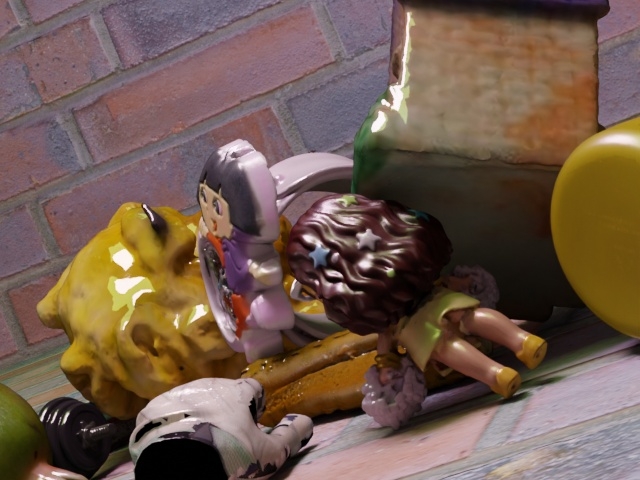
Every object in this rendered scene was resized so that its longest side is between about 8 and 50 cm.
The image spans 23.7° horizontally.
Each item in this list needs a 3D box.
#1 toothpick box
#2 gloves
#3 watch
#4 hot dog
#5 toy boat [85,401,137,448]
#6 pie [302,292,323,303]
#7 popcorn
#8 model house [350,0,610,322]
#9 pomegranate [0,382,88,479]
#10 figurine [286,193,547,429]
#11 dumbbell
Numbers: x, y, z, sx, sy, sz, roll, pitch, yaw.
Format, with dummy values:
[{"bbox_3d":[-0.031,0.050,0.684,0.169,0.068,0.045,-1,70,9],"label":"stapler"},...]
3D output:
[{"bbox_3d":[0.336,-0.038,1.251,0.271,0.175,0.175,-22,3,-35],"label":"toothpick box"},{"bbox_3d":[-0.089,0.167,1.330,0.128,0.111,0.212,-26,10,15],"label":"gloves"},{"bbox_3d":[0.000,0.000,1.572,0.231,0.244,0.196,-12,17,-16],"label":"watch"},{"bbox_3d":[0.041,0.121,1.454,0.289,0.083,0.068,-19,-14,38],"label":"hot dog"},{"bbox_3d":[-0.245,0.217,1.837,0.229,0.080,0.046,-24,39,-26],"label":"toy boat"},{"bbox_3d":[0.080,0.059,2.163,0.273,0.069,0.273,-18,3,1],"label":"pie"},{"bbox_3d":[-0.164,0.064,1.758,0.316,0.281,0.297,-26,49,-14],"label":"popcorn"},{"bbox_3d":[0.157,-0.111,1.461,0.245,0.280,0.312,3,-31,4],"label":"model house"},{"bbox_3d":[-0.319,0.225,1.468,0.210,0.179,0.180,10,15,18],"label":"pomegranate"},{"bbox_3d":[0.076,0.052,1.293,0.175,0.240,0.115,-45,-18,-24],"label":"figurine"},{"bbox_3d":[-0.305,0.230,1.687,0.209,0.099,0.099,-19,5,33],"label":"dumbbell"}]
